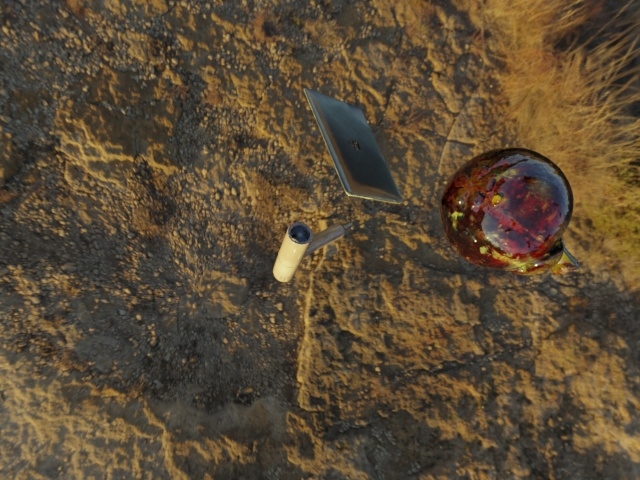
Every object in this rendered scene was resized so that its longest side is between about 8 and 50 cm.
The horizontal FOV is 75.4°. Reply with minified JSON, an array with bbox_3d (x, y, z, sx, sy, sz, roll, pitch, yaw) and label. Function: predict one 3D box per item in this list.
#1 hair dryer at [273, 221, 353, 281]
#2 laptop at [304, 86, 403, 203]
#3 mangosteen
[{"bbox_3d":[0.005,-0.007,0.905,0.220,0.195,0.053,-28,74,-25],"label":"hair dryer"},{"bbox_3d":[0.070,-0.198,0.875,0.188,0.015,0.269,2,61,-46],"label":"laptop"},{"bbox_3d":[0.361,-0.034,0.770,0.289,0.231,0.231,37,74,-22],"label":"mangosteen"}]
